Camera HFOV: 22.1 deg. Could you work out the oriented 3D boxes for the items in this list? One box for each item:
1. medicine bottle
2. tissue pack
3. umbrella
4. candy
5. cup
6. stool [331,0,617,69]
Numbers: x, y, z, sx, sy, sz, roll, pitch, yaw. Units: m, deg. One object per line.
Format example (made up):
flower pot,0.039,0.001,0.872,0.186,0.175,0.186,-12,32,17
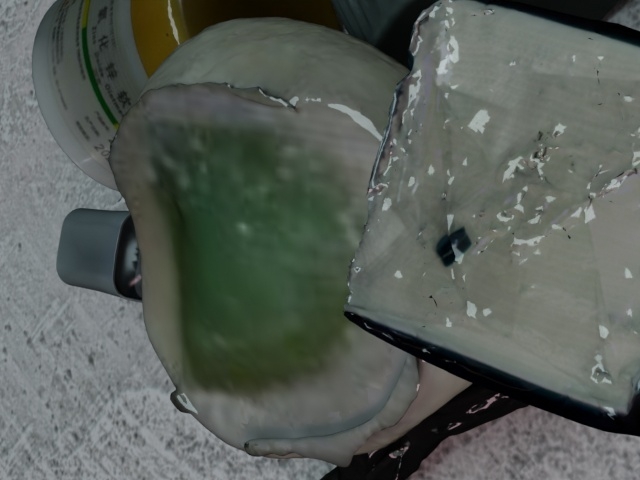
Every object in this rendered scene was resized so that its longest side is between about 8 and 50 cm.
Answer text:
medicine bottle,-0.136,-0.184,1.661,0.232,0.238,0.238,-20,68,40
tissue pack,0.249,0.007,1.132,0.264,0.416,0.253,20,95,44
umbrella,0.077,0.172,1.496,0.340,0.118,0.118,-49,52,33
candy,0.000,0.000,1.392,0.427,0.186,0.386,6,108,50
cup,-0.198,0.016,1.760,0.129,0.128,0.095,8,89,49
stool,0.103,-0.330,1.443,0.297,0.297,0.330,-37,63,32
